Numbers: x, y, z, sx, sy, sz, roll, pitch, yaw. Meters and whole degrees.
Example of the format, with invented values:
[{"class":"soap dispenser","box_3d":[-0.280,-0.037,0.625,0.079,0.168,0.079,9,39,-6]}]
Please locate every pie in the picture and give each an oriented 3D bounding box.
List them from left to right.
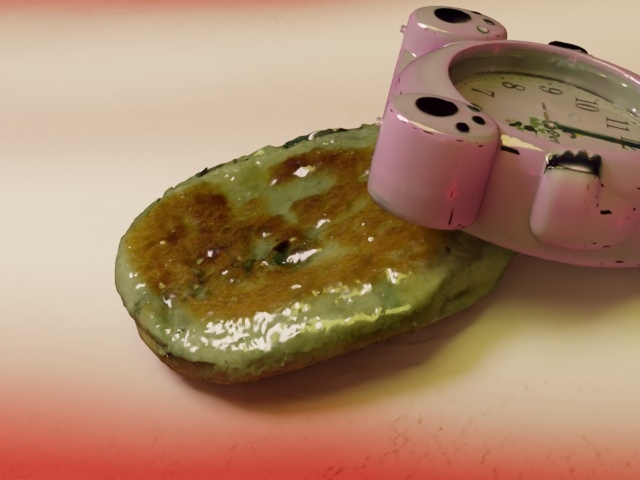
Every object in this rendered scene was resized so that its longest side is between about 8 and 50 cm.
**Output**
[{"class":"pie","box_3d":[-0.008,0.003,0.966,0.303,0.066,0.302,-11,35,8]}]

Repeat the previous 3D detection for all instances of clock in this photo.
[{"class":"clock","box_3d":[0.162,-0.066,0.908,0.248,0.090,0.227,14,32,1]}]
